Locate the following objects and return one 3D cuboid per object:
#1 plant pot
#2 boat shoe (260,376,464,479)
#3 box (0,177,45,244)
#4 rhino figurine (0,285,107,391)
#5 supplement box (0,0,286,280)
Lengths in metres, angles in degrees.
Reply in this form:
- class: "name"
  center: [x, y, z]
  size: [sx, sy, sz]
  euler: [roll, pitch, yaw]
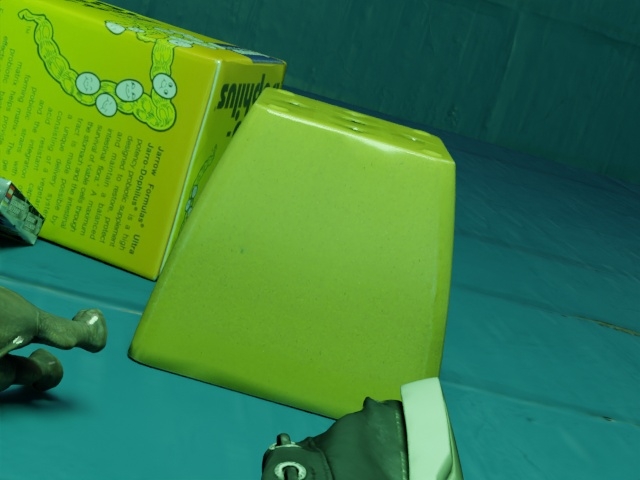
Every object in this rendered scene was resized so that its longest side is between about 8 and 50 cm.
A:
- class: "plant pot"
  center: [0.000, 0.000, 0.895]
  size: [0.212, 0.187, 0.212]
  euler: [17, 12, -2]
- class: "boat shoe"
  center: [-0.001, 0.145, 0.440]
  size: [0.113, 0.127, 0.340]
  euler: [-11, 17, 8]
- class: "box"
  center: [-0.298, -0.042, 0.970]
  size: [0.137, 0.027, 0.094]
  euler: [19, -14, 9]
- class: "rhino figurine"
  center: [-0.245, 0.027, 0.716]
  size: [0.243, 0.073, 0.106]
  euler: [23, 11, 35]
- class: "supplement box"
  center: [-0.243, -0.125, 1.105]
  size: [0.356, 0.195, 0.194]
  euler: [20, 12, 11]
